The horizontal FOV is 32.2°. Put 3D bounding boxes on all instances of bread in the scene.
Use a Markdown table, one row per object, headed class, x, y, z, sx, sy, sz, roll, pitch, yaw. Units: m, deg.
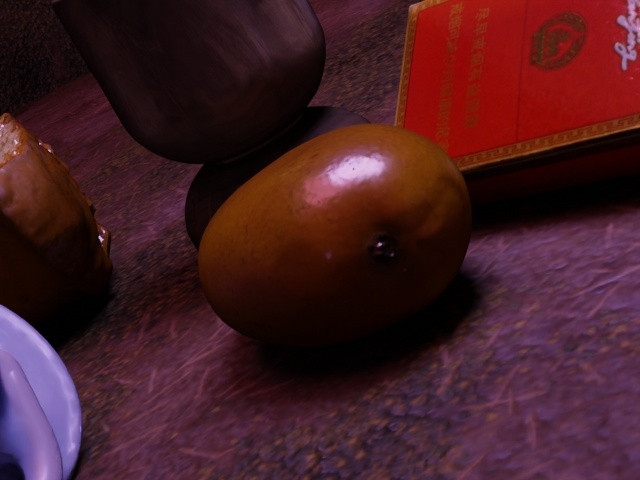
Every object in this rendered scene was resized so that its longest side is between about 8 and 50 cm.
| class | x | y | z | sx | sy | sz | roll | pitch | yaw |
| --- | --- | --- | --- | --- | --- | --- | --- | --- | --- |
| bread | -0.307 | 0.004 | 1.052 | 0.194 | 0.179 | 0.340 | -34 | 21 | -11 |

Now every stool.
| class | x | y | z | sx | sy | sz | roll | pitch | yaw |
| --- | --- | --- | --- | --- | --- | --- | --- | --- | --- |
| stool | -0.070 | -0.117 | 0.883 | 0.179 | 0.264 | 0.179 | -26 | 18 | 9 |

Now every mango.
| class | x | y | z | sx | sy | sz | roll | pitch | yaw |
| --- | --- | --- | --- | --- | --- | --- | --- | --- | --- |
| mango | -0.002 | 0.003 | 0.702 | 0.221 | 0.120 | 0.151 | -19 | 16 | 47 |

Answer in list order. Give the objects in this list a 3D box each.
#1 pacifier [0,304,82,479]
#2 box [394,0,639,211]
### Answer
| class | x | y | z | sx | sy | sz | roll | pitch | yaw |
| --- | --- | --- | --- | --- | --- | --- | --- | --- | --- |
| pacifier | -0.289 | 0.148 | 0.689 | 0.287 | 0.238 | 0.225 | -19 | -27 | -43 |
| box | 0.160 | -0.111 | 0.729 | 0.240 | 0.074 | 0.153 | -11 | 59 | 44 |
